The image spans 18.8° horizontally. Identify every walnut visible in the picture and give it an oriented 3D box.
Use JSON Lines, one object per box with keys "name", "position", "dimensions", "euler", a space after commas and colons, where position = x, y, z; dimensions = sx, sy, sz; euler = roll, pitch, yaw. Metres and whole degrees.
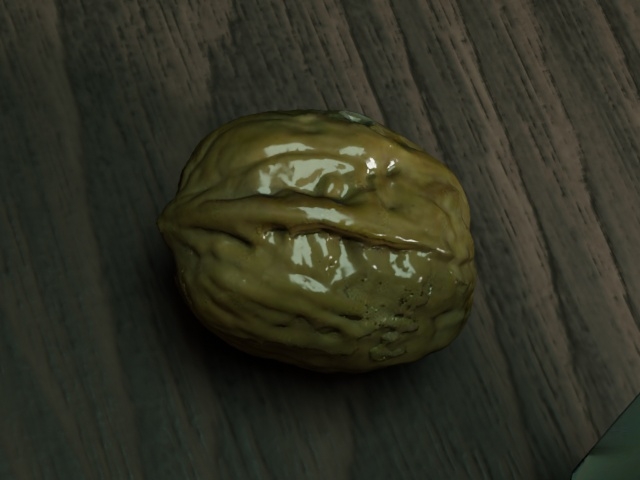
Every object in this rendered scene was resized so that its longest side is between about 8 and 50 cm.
{"name": "walnut", "position": [0.000, 0.000, 1.421], "dimensions": [0.245, 0.198, 0.198], "euler": [7, 59, -15]}

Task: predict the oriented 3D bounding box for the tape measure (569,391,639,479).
{"name": "tape measure", "position": [0.253, 0.280, 1.367], "dimensions": [0.262, 0.138, 0.259], "euler": [34, 58, 3]}
